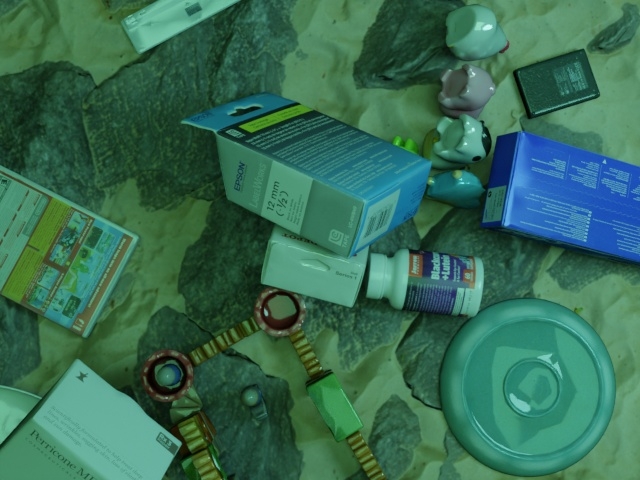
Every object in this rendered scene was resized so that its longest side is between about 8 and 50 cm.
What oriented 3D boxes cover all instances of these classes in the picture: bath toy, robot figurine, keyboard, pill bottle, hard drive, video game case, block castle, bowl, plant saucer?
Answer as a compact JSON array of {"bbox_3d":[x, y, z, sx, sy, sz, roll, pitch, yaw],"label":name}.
[{"bbox_3d":[0.258,-0.237,1.573,0.129,0.151,0.348,16,81,-38],"label":"bath toy"},{"bbox_3d":[0.136,-0.125,1.588,0.101,0.067,0.115,17,85,28],"label":"robot figurine"},{"bbox_3d":[-0.237,-0.431,1.634,0.256,0.014,0.072,-29,92,-3],"label":"keyboard"},{"bbox_3d":[0.178,0.071,1.552,0.194,0.108,0.108,6,85,-1],"label":"pill bottle"},{"bbox_3d":[0.430,-0.286,1.630,0.135,0.022,0.094,-17,86,-3],"label":"hard drive"},{"bbox_3d":[-0.493,0.019,1.584,0.285,0.025,0.204,27,85,1],"label":"video game case"},{"bbox_3d":[-0.072,0.330,1.475,0.303,0.213,0.453,-29,87,-3],"label":"block castle"},{"bbox_3d":[-0.532,0.325,1.544,0.142,0.053,0.142,17,85,1],"label":"bowl"},{"bbox_3d":[0.370,0.259,1.575,0.318,0.044,0.317,0,85,0],"label":"plant saucer"}]

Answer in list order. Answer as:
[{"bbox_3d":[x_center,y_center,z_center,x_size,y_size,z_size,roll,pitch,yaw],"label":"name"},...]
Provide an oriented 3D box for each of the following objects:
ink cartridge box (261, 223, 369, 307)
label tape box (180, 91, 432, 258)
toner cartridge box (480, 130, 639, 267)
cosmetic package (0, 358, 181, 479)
[{"bbox_3d":[0.000,0.000,1.495,0.160,0.219,0.092,15,123,0],"label":"ink cartridge box"},{"bbox_3d":[-0.027,-0.121,1.479,0.348,0.249,0.115,25,119,22],"label":"label tape box"},{"bbox_3d":[0.452,-0.063,1.532,0.348,0.075,0.165,14,86,-20],"label":"toner cartridge box"},{"bbox_3d":[-0.419,0.388,1.388,0.217,0.156,0.385,40,121,-8],"label":"cosmetic package"}]
